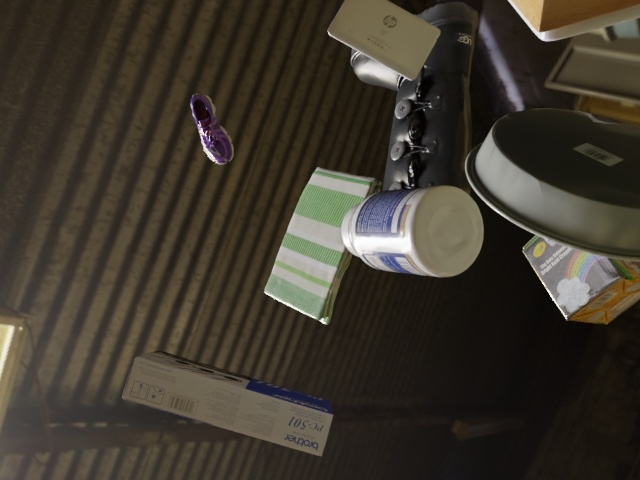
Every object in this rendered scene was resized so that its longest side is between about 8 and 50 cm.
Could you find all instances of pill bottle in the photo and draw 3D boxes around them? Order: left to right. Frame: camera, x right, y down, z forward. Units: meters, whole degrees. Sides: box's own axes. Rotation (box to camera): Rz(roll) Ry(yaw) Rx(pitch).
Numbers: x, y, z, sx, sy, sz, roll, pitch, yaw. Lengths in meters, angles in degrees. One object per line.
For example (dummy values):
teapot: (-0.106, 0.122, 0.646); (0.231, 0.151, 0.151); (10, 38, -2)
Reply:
pill bottle: (0.066, -0.008, 0.497); (0.067, 0.120, 0.067); (-1, -88, -26)

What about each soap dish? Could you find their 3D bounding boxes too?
soap dish: (0.392, -0.438, 0.956); (0.291, 0.228, 0.118); (-100, -7, -46)

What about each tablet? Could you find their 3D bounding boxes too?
tablet: (0.054, -0.174, 0.521); (0.054, 0.083, 0.006); (-61, 1, -13)

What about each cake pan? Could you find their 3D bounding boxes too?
cake pan: (0.325, -0.082, 0.754); (0.293, 0.293, 0.054); (-33, -38, -42)

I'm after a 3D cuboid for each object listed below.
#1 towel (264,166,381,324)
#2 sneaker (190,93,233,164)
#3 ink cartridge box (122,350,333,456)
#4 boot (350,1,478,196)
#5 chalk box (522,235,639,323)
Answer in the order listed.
towel: (0.000, 0.000, 1.399); (0.038, 0.247, 0.325); (21, -90, -38)
sneaker: (-0.257, -0.252, 1.431); (0.071, 0.068, 0.170); (-84, -32, -79)
ink cartridge box: (-0.093, 0.169, 0.664); (0.097, 0.207, 0.046); (107, 180, -84)
boot: (0.174, -0.218, 1.311); (0.146, 0.367, 0.446); (3, -93, -27)
chalk box: (0.476, 0.027, 1.139); (0.132, 0.213, 0.132); (9, -45, -34)
